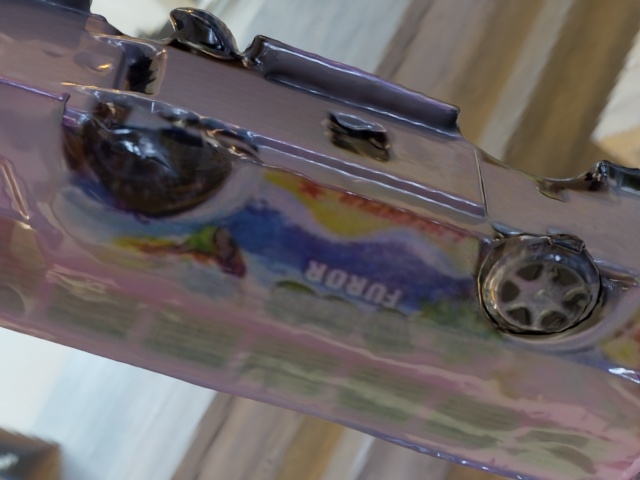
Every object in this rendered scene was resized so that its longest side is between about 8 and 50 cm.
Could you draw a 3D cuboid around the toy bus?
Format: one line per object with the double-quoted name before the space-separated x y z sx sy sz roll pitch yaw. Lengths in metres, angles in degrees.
"toy bus" 0.000 0.000 0.535 0.090 0.274 0.112 -87 18 -54
